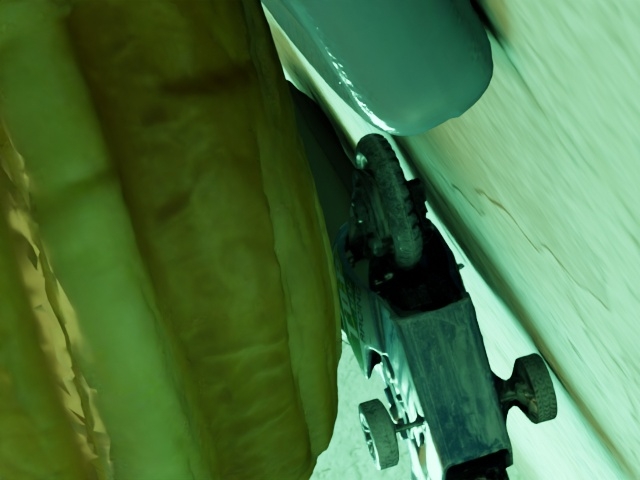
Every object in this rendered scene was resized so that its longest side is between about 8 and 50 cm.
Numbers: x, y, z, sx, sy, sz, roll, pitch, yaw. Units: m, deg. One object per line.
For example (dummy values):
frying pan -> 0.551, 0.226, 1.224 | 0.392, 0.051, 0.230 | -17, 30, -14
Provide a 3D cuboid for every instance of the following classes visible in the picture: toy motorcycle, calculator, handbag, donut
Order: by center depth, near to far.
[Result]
calculator -> -0.025, -0.108, 0.395 | 0.210, 0.039, 0.121 | 55, -178, -36
donut -> -0.121, -0.037, 0.853 | 0.449, 0.198, 0.448 | 164, 90, -81
toy motorcycle -> 0.054, 0.068, 0.888 | 0.135, 0.092, 0.254 | -162, 55, -80
handbag -> 0.000, 0.000, 1.324 | 0.257, 0.113, 0.285 | 50, 173, -6
